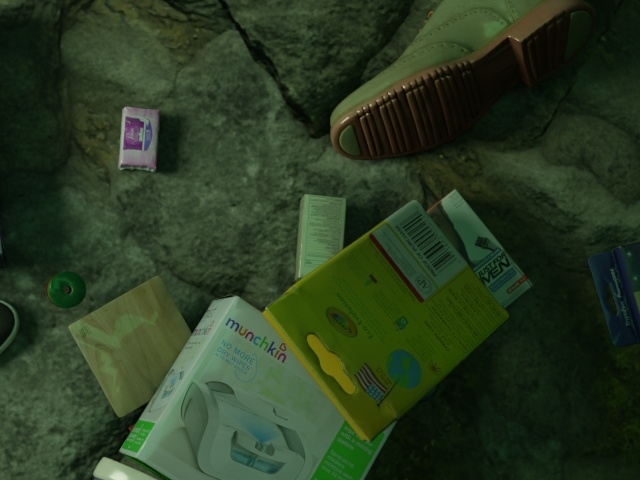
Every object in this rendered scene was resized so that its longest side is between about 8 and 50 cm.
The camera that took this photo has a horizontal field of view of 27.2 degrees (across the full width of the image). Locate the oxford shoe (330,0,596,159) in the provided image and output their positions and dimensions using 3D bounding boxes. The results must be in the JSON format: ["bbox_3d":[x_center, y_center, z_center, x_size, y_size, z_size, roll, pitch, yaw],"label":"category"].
[{"bbox_3d":[0.174,-0.242,1.807,0.397,0.140,0.146,-27,54,-9],"label":"oxford shoe"}]

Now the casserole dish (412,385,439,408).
[{"bbox_3d":[0.107,0.130,1.750,0.114,0.037,0.188,1,78,-11],"label":"casserole dish"}]

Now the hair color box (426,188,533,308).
[{"bbox_3d":[0.194,0.026,1.777,0.093,0.053,0.167,-39,87,-14],"label":"hair color box"}]

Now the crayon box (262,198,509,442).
[{"bbox_3d":[0.071,0.102,1.620,0.202,0.081,0.318,52,45,4],"label":"crayon box"}]

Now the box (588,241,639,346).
[{"bbox_3d":[0.496,0.059,1.835,0.225,0.036,0.136,-14,82,-11],"label":"box"}]

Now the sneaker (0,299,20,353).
[{"bbox_3d":[-0.510,0.119,1.583,0.296,0.147,0.104,-10,79,-13],"label":"sneaker"}]

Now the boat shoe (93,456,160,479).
[{"bbox_3d":[-0.154,0.409,1.601,0.341,0.127,0.158,32,75,-3],"label":"boat shoe"}]

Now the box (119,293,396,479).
[{"bbox_3d":[-0.072,0.233,1.636,0.262,0.127,0.231,36,75,-12],"label":"box"}]

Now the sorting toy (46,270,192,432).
[{"bbox_3d":[-0.229,0.141,1.672,0.132,0.046,0.274,-31,97,-20],"label":"sorting toy"}]

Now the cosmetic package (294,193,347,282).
[{"bbox_3d":[0.000,0.000,1.752,0.060,0.041,0.115,8,78,-9],"label":"cosmetic package"}]

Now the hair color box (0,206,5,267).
[{"bbox_3d":[-0.502,-0.129,1.652,0.185,0.110,0.338,-5,79,-11],"label":"hair color box"}]

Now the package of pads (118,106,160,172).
[{"bbox_3d":[-0.238,-0.132,1.739,0.050,0.032,0.083,5,79,-11],"label":"package of pads"}]
